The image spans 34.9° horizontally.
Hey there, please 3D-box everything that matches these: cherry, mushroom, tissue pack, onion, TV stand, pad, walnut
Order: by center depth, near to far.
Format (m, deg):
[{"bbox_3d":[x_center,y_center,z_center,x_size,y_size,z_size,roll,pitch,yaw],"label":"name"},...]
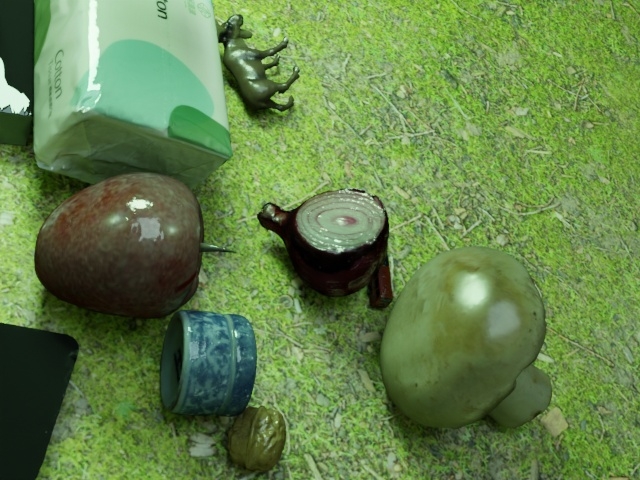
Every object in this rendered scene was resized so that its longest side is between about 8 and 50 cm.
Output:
[{"bbox_3d":[-0.349,0.246,1.347,0.323,0.055,0.250,21,52,-12],"label":"pad"},{"bbox_3d":[-0.259,0.006,1.439,0.285,0.236,0.213,-1,76,5],"label":"cherry"},{"bbox_3d":[-0.089,0.280,1.440,0.079,0.082,0.096,8,51,13],"label":"walnut"},{"bbox_3d":[0.253,0.168,1.575,0.290,0.292,0.292,32,48,-25],"label":"mushroom"},{"bbox_3d":[-0.300,-0.261,1.595,0.266,0.194,0.356,16,52,-38],"label":"tissue pack"},{"bbox_3d":[-0.502,-0.285,1.614,0.088,0.083,0.269,4,56,-22],"label":"TV stand"},{"bbox_3d":[0.000,0.000,1.638,0.218,0.140,0.195,11,47,11],"label":"onion"}]

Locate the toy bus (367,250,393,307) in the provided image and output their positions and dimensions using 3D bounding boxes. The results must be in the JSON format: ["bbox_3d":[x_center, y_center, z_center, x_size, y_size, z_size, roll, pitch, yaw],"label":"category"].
[{"bbox_3d":[0.098,0.058,1.699,0.031,0.043,0.110,9,55,-20],"label":"toy bus"}]

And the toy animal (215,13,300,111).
[{"bbox_3d":[-0.140,-0.326,1.809,0.186,0.094,0.214,-10,67,-27],"label":"toy animal"}]

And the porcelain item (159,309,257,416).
[{"bbox_3d":[-0.155,0.174,1.432,0.114,0.147,0.147,8,56,-22],"label":"porcelain item"}]
